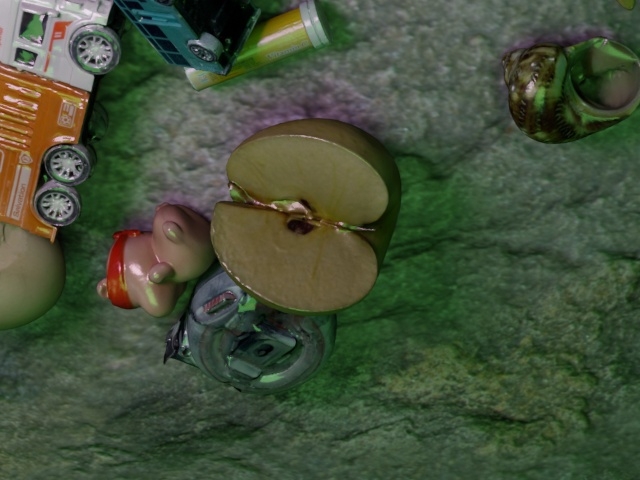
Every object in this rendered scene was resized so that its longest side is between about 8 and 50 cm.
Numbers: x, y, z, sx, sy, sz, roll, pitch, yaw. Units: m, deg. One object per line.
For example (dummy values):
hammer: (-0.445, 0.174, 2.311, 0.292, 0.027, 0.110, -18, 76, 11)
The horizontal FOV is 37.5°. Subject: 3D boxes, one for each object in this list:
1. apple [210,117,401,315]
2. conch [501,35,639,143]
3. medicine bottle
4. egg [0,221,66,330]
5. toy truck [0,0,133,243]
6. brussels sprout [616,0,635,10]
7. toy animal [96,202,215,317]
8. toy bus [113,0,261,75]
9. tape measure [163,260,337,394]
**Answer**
apple: (-0.014, -0.042, 1.444, 0.257, 0.233, 0.295, 13, 100, 14)
conch: (0.363, -0.231, 1.405, 0.181, 0.124, 0.187, 41, 89, -12)
medicine bottle: (-0.094, -0.287, 1.393, 0.218, 0.074, 0.074, -18, 121, 13)
egg: (-0.537, 0.031, 1.500, 0.269, 0.219, 0.219, 27, 119, -33)
toy truck: (-0.411, -0.208, 1.374, 0.206, 0.173, 0.388, 16, 120, -12)
brussels sprout: (0.462, -0.465, 1.176, 0.371, 0.276, 0.315, 30, 131, -10)
toy animal: (-0.267, 0.035, 1.543, 0.197, 0.171, 0.171, -37, 116, 18)
toy bus: (-0.203, -0.345, 1.252, 0.147, 0.128, 0.256, 13, 159, 32)
tape measure: (-0.105, 0.151, 1.612, 0.256, 0.147, 0.275, 25, 122, -22)
